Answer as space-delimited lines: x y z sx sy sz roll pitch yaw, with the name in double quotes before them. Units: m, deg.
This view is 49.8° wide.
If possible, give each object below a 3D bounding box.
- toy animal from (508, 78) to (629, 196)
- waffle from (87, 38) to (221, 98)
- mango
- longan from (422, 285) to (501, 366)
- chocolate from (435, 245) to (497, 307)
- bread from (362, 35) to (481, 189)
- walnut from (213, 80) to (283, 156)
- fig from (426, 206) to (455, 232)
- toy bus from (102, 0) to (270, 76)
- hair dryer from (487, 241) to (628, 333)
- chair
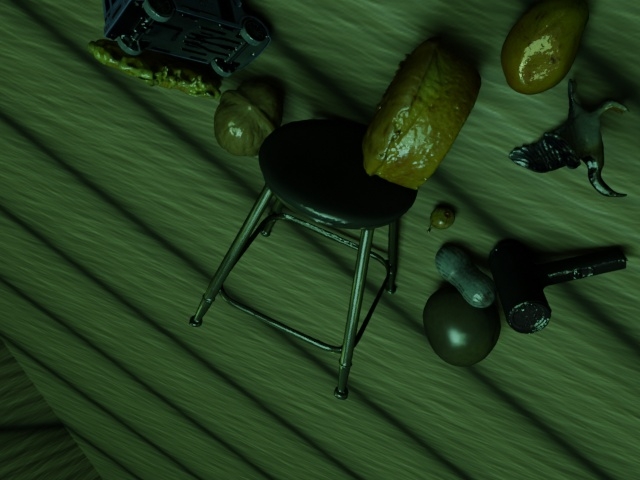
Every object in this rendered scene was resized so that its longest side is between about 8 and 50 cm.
"toy animal" 0.443 -0.160 1.139 0.197 0.272 0.160 31 101 8
"waffle" -0.315 -0.334 1.344 0.291 0.291 0.051 23 103 9
"mango" 0.350 -0.310 1.097 0.115 0.089 0.165 17 132 13
"longan" 0.311 0.187 1.517 0.189 0.189 0.189 15 134 16
"chocolate" 0.303 0.074 1.449 0.167 0.072 0.072 51 146 32
"bread" 0.165 -0.210 1.178 0.146 0.268 0.268 27 137 -1
"walnut" -0.143 -0.239 1.388 0.149 0.166 0.166 40 136 0
"fig" 0.244 -0.040 1.433 0.050 0.050 0.083 36 150 -4
"toy bus" -0.239 -0.404 1.258 0.125 0.292 0.133 -31 65 44
"hair dryer" 0.464 0.065 1.338 0.251 0.197 0.089 -18 122 15
"chair" 0.000 0.000 1.397 0.362 0.364 0.410 25 131 8
